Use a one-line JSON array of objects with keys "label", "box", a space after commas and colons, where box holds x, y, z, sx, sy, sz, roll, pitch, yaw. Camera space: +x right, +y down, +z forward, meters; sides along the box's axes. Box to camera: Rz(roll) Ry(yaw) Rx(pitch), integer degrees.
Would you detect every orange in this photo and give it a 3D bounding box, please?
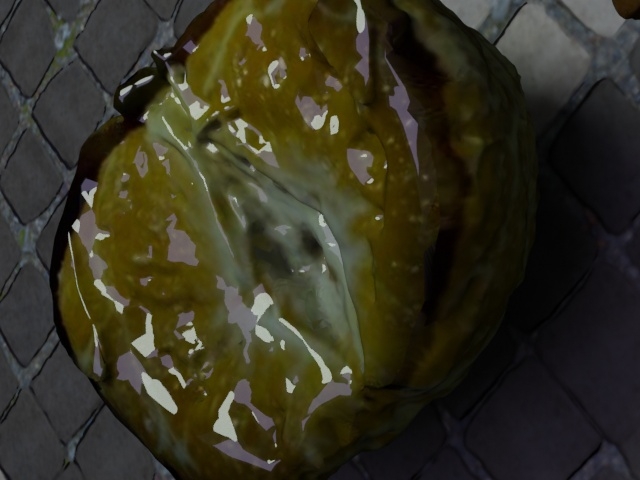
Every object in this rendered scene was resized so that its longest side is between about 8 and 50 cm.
[{"label": "orange", "box": [0.000, 0.000, 0.940, 0.368, 0.210, 0.271, -43, 65, 32]}]

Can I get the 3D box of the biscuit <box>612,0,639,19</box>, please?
[{"label": "biscuit", "box": [0.228, -0.218, 0.843, 0.301, 0.043, 0.278, 36, 113, 37]}]
